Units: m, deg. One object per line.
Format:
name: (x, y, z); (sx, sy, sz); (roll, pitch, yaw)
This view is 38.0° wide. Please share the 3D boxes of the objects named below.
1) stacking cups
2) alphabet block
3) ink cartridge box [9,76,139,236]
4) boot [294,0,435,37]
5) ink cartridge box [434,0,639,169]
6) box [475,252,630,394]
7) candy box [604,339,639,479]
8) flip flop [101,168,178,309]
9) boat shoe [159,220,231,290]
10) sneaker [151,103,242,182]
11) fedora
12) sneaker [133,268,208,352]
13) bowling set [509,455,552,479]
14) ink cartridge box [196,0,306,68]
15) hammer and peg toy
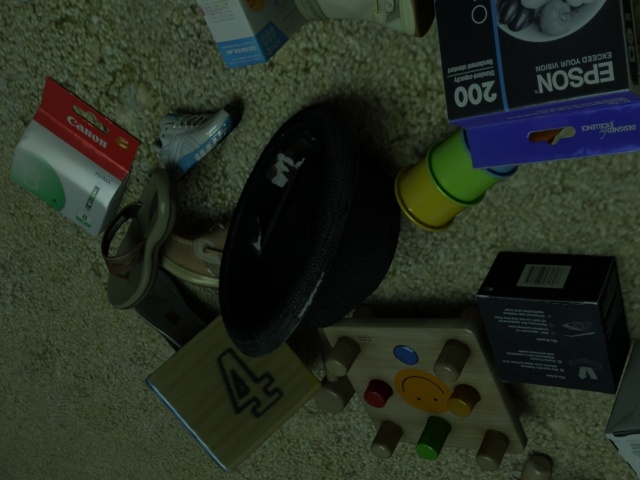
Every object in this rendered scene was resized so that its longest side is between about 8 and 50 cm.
stacking cups: (0.212, -0.115, 1.040); (0.096, 0.096, 0.316); (43, 139, -9)
alphabet block: (-0.142, 0.226, 1.471); (0.193, 0.197, 0.192); (49, 165, -2)
ink cartridge box: (-0.395, -0.126, 1.480); (0.181, 0.056, 0.225); (35, 142, 0)
boot: (0.034, -0.321, 0.979); (0.165, 0.077, 0.213); (14, 136, 27)
ink cartridge box: (0.215, -0.180, 0.930); (0.206, 0.045, 0.208); (-5, 97, 43)
box: (0.301, 0.105, 1.192); (0.156, 0.093, 0.158); (3, 129, 32)
candy box: (0.455, 0.244, 1.166); (0.070, 0.165, 0.196); (-22, 114, 45)
flip flop: (-0.280, -0.001, 1.376); (0.277, 0.080, 0.112); (-56, 45, 45)
boat shoe: (-0.121, 0.022, 1.404); (0.341, 0.121, 0.110); (21, 104, 28)
sneaker: (-0.184, -0.150, 1.300); (0.083, 0.071, 0.190); (50, 138, -8)
fedora: (0.000, 0.000, 1.197); (0.152, 0.334, 0.334); (16, 148, -27)
sneaker: (-0.268, 0.139, 1.626); (0.222, 0.083, 0.118); (47, 160, 4)
bowling set: (0.394, 0.485, 1.427); (0.287, 0.200, 0.154); (27, 141, 15)
ink cartridge box: (-0.095, -0.303, 1.059); (0.061, 0.104, 0.181); (-1, 128, 35)
hammer and peg toy: (0.108, 0.213, 1.402); (0.361, 0.127, 0.266); (-2, 128, 36)
